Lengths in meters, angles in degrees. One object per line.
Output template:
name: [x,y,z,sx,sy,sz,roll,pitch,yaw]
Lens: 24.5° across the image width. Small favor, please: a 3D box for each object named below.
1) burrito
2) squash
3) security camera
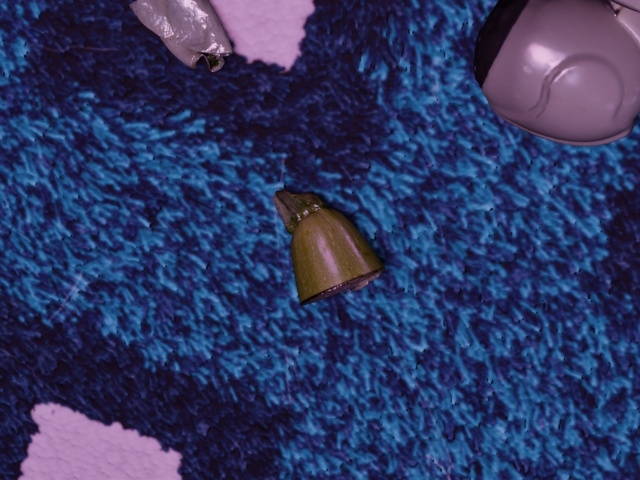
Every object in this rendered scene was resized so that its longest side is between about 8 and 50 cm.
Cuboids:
burrito: [-0.145,-0.232,1.586,0.074,0.044,0.118,-35,95,23]
squash: [0.002,-0.006,1.611,0.105,0.105,0.132,-26,81,19]
security camera: [0.264,-0.223,1.429,0.191,0.197,0.277,28,120,4]
